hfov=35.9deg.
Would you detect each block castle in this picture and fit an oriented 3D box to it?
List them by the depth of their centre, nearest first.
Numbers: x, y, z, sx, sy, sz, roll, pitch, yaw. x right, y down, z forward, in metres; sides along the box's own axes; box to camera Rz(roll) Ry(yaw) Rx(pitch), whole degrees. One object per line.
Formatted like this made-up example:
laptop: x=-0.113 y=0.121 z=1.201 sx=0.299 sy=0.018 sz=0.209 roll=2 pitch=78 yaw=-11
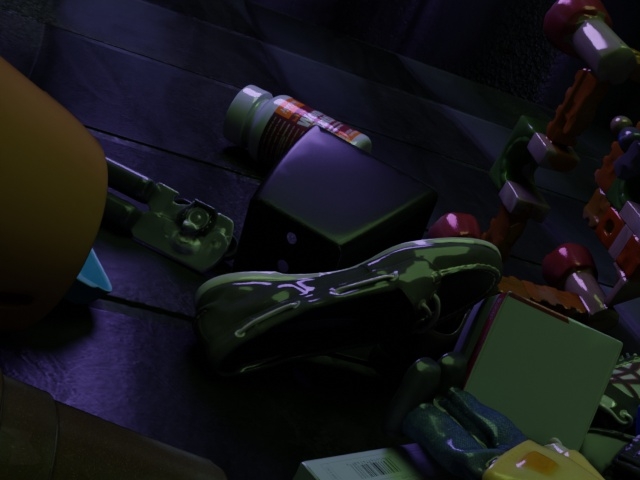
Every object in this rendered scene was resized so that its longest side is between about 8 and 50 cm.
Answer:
block castle: x=0.383 y=-0.104 z=1.436 sx=0.303 sy=0.453 sz=0.212 roll=14 pitch=30 yaw=-20

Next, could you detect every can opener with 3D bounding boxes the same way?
can opener: x=-0.232 y=-0.044 z=1.217 sx=0.284 sy=0.076 sz=0.095 roll=27 pitch=-11 yaw=11

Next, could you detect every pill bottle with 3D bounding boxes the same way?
pill bottle: x=-0.039 y=-0.160 z=1.591 sx=0.221 sy=0.121 sz=0.121 roll=29 pitch=22 yaw=15

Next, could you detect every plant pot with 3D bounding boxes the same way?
plant pot: x=-0.156 y=0.178 z=0.618 sx=0.165 sy=0.167 sz=0.167 roll=22 pitch=19 yaw=-25
plant pot: x=-0.322 y=-0.044 z=0.843 sx=0.204 sy=0.290 sz=0.291 roll=27 pitch=14 yaw=-40
plant pot: x=0.000 y=0.000 z=1.180 sx=0.188 sy=0.188 sz=0.167 roll=31 pitch=33 yaw=18

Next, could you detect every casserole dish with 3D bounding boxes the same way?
casserole dish: x=-0.281 y=0.005 z=1.017 sx=0.114 sy=0.037 sz=0.188 roll=39 pitch=6 yaw=-41

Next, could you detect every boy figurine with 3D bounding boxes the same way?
boy figurine: x=0.181 y=0.204 z=0.809 sx=0.285 sy=0.092 sz=0.177 roll=34 pitch=20 yaw=36

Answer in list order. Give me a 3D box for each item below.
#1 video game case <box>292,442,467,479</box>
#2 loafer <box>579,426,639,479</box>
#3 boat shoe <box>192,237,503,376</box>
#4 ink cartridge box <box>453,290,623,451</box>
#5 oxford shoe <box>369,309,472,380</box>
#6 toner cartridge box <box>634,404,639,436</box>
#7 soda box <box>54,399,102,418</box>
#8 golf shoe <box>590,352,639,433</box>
video game case: x=0.141 y=0.267 z=0.824 sx=0.270 sy=0.061 sz=0.244 roll=2 pitch=28 yaw=-43
loafer: x=0.375 y=0.265 z=0.962 sx=0.303 sy=0.095 sz=0.109 roll=32 pitch=65 yaw=26
boat shoe: x=0.037 y=0.078 z=1.022 sx=0.335 sy=0.112 sz=0.095 roll=-9 pitch=46 yaw=-8
ink cartridge box: x=0.210 y=0.138 z=1.035 sx=0.128 sy=0.127 sz=0.176 roll=24 pitch=-7 yaw=1
oxford shoe: x=0.166 y=0.113 z=1.180 sx=0.227 sy=0.096 sz=0.083 roll=2 pitch=27 yaw=-46
toner cartridge box: x=0.547 y=0.241 z=1.151 sx=0.348 sy=0.075 sz=0.165 roll=4 pitch=7 yaw=-30
soda box: x=-0.255 y=0.137 z=0.734 sx=0.169 sy=0.060 sz=0.053 roll=22 pitch=22 yaw=-3
golf shoe: x=0.357 y=0.198 z=1.200 sx=0.273 sy=0.105 sz=0.120 roll=12 pitch=41 yaw=-16
